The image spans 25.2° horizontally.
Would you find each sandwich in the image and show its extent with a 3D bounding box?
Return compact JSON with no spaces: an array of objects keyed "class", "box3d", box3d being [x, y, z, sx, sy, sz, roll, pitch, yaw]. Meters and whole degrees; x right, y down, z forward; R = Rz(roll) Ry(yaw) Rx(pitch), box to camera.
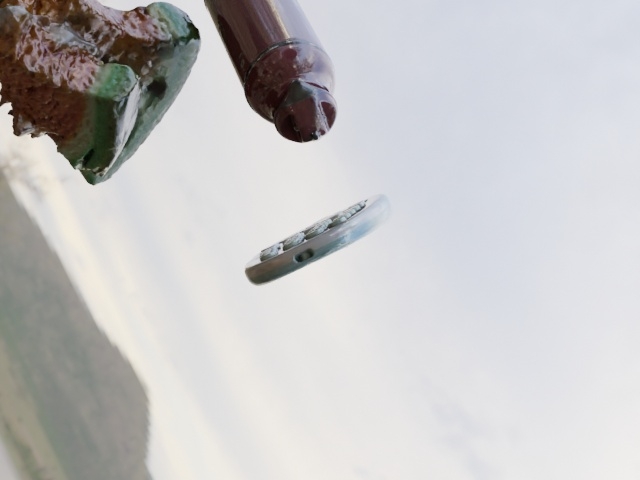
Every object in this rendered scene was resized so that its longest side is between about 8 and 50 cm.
[{"class":"sandwich","box3d":[-0.285,-0.200,1.731,0.301,0.250,0.162,29,16,-48]}]

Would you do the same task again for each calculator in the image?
[{"class":"calculator","box3d":[0.000,0.000,1.683,0.042,0.184,0.295,64,9,-3]}]

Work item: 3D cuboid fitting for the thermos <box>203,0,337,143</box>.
[{"class":"thermos","box3d":[-0.057,-0.212,1.716,0.330,0.109,0.136,-114,-145,-49]}]
